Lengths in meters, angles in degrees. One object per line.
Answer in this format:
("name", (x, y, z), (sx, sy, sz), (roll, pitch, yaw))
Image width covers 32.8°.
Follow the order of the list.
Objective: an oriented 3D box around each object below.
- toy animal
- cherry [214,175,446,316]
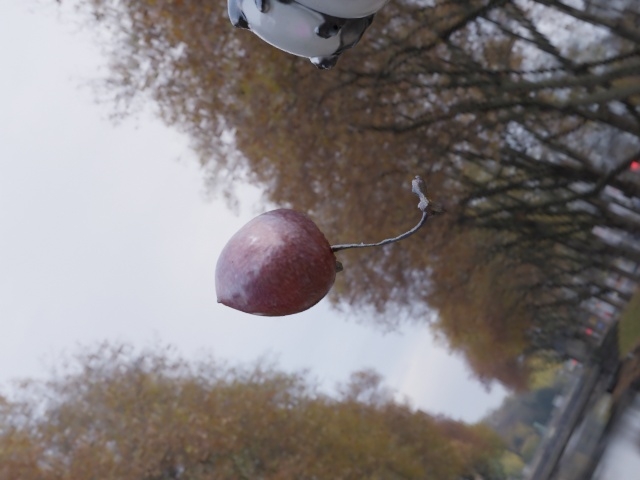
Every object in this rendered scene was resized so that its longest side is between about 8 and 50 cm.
("toy animal", (-0.002, -0.322, 1.226), (0.235, 0.187, 0.165), (132, 160, -66))
("cherry", (0.000, 0.000, 1.020), (0.225, 0.107, 0.090), (-28, -54, -4))
